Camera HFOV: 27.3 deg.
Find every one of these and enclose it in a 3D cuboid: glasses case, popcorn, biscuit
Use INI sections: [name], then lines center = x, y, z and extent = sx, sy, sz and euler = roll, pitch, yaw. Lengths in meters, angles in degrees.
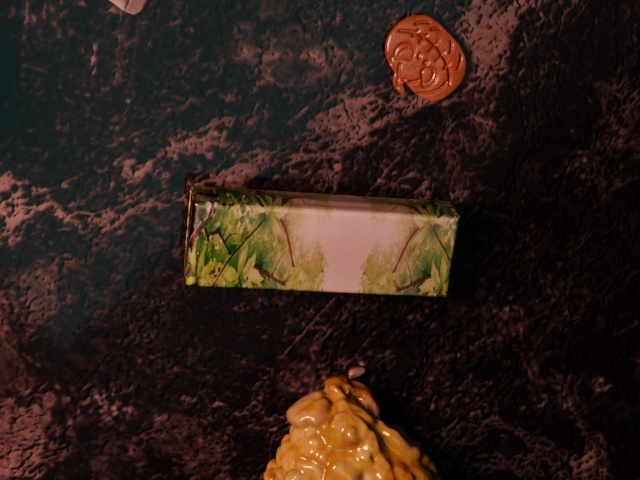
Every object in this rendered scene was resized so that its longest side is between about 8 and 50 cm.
[glasses case]
center = 0.000, 0.000, 1.345
extent = 0.272, 0.062, 0.095
euler = 4, 111, -11
[popcorn]
center = 0.030, 0.248, 1.384
extent = 0.163, 0.140, 0.194
euler = -36, 107, -4
[biscuit]
center = 0.104, -0.182, 1.334
extent = 0.091, 0.015, 0.078
euler = 41, 95, -18

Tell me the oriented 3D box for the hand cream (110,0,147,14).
[hand cream]
center = -0.292, -0.333, 1.203
extent = 0.340, 0.078, 0.124
euler = 23, 100, -23
